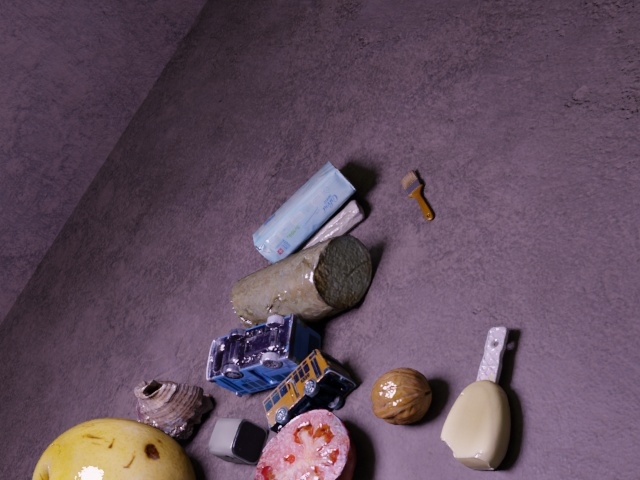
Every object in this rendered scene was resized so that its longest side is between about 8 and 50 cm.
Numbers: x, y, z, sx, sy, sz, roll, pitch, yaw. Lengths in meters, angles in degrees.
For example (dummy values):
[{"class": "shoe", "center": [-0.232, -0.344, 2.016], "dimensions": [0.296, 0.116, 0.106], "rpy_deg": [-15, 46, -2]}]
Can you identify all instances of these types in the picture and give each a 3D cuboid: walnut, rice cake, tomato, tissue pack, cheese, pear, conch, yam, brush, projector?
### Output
[{"class": "walnut", "center": [0.144, 0.283, 1.607], "dimensions": [0.124, 0.105, 0.105], "rpy_deg": [-25, 43, 41]}, {"class": "rice cake", "center": [0.000, 0.000, 2.069], "dimensions": [0.256, 0.052, 0.057], "rpy_deg": [-40, 33, 19]}, {"class": "tomato", "center": [-0.015, 0.430, 1.673], "dimensions": [0.225, 0.085, 0.225], "rpy_deg": [-31, 32, 22]}, {"class": "tissue pack", "center": [-0.040, -0.063, 2.092], "dimensions": [0.263, 0.089, 0.177], "rpy_deg": [-43, 13, 3]}, {"class": "cheese", "center": [0.277, 0.262, 1.507], "dimensions": [0.127, 0.050, 0.255], "rpy_deg": [-14, 49, 46]}, {"class": "pear", "center": [-0.442, 0.544, 1.891], "dimensions": [0.348, 0.348, 0.348], "rpy_deg": [-31, 40, 30]}, {"class": "conch", "center": [-0.347, 0.373, 2.043], "dimensions": [0.178, 0.245, 0.163], "rpy_deg": [-24, 61, -3]}, {"class": "yam", "center": [-0.041, 0.103, 1.931], "dimensions": [0.304, 0.168, 0.168], "rpy_deg": [-23, 44, 38]}, {"class": "brush", "center": [0.214, -0.095, 1.930], "dimensions": [0.043, 0.014, 0.170], "rpy_deg": [-43, 36, 18]}, {"class": "projector", "center": [-0.175, 0.423, 1.875], "dimensions": [0.082, 0.083, 0.083], "rpy_deg": [-9, 54, 47]}]

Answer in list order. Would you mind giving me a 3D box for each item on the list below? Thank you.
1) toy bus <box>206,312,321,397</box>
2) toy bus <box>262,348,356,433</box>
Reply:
[{"class": "toy bus", "center": [-0.122, 0.253, 1.919], "dimensions": [0.234, 0.133, 0.116], "rpy_deg": [-20, 49, 33]}, {"class": "toy bus", "center": [-0.024, 0.308, 1.792], "dimensions": [0.182, 0.091, 0.103], "rpy_deg": [-46, 35, 14]}]
